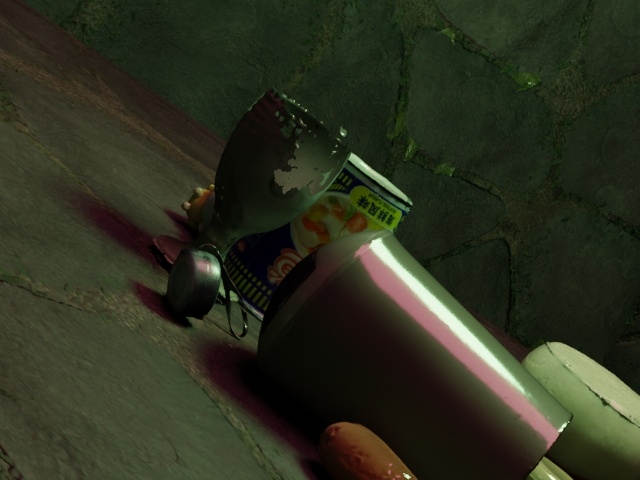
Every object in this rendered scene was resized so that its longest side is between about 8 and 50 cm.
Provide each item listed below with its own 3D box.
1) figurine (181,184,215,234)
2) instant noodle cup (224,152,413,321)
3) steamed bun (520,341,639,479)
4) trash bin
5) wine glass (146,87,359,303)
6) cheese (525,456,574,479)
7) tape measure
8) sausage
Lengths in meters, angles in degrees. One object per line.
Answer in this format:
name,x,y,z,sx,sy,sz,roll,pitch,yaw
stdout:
figurine,-0.184,-0.053,2.066,0.155,0.127,0.235,34,-1,16
instant noodle cup,0.000,0.000,1.940,0.284,0.312,0.284,36,8,-6
steamed bun,0.585,0.411,2.427,0.374,0.241,0.374,36,13,-9
trash bin,0.116,0.188,1.529,0.432,0.280,0.280,42,8,11
wine glass,-0.109,-0.080,1.771,0.190,0.357,0.190,39,8,-7
cheese,0.420,0.452,2.114,0.227,0.064,0.137,41,7,33
tape measure,-0.142,0.083,1.574,0.180,0.104,0.107,32,6,-33
sausage,0.094,0.324,1.295,0.086,0.086,0.289,29,10,-47
